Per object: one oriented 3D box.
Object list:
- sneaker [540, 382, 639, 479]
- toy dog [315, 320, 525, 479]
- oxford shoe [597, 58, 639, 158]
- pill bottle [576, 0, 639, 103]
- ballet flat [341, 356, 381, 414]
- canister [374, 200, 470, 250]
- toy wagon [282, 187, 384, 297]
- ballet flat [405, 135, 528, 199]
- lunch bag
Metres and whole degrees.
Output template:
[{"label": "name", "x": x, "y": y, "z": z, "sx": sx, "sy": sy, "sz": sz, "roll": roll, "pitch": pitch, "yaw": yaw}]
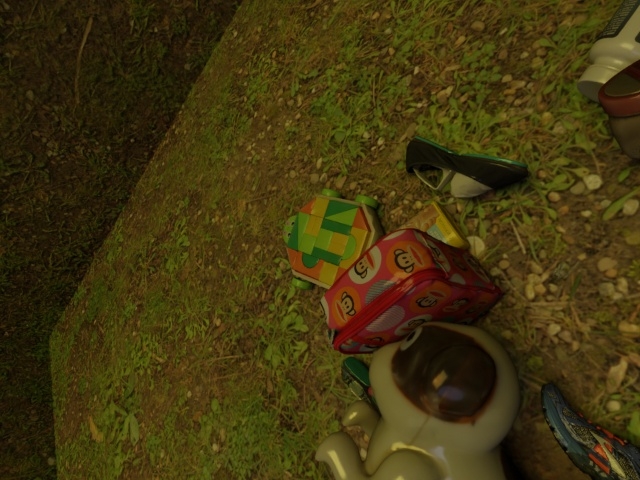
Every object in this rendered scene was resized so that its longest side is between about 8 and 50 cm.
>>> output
[{"label": "sneaker", "x": 0.402, "y": 0.302, "z": 0.567, "sx": 0.087, "sy": 0.083, "sz": 0.221, "roll": -35, "pitch": 54, "yaw": 7}, {"label": "toy dog", "x": 0.182, "y": 0.323, "z": 0.568, "sx": 0.396, "sy": 0.285, "sz": 0.407, "roll": -8, "pitch": 83, "yaw": 34}, {"label": "oxford shoe", "x": 0.581, "y": -0.241, "z": 0.556, "sx": 0.348, "sy": 0.130, "sz": 0.123, "roll": -26, "pitch": 28, "yaw": 18}, {"label": "pill bottle", "x": 0.502, "y": -0.315, "z": 0.636, "sx": 0.108, "sy": 0.108, "sz": 0.180, "roll": 43, "pitch": 106, "yaw": 41}, {"label": "ballet flat", "x": 0.110, "y": 0.324, "z": 0.836, "sx": 0.188, "sy": 0.070, "sz": 0.070, "roll": 43, "pitch": 106, "yaw": 43}, {"label": "canister", "x": 0.204, "y": 0.013, "z": 0.830, "sx": 0.170, "sy": 0.073, "sz": 0.126, "roll": -41, "pitch": 54, "yaw": 24}, {"label": "toy wagon", "x": 0.000, "y": 0.000, "z": 1.023, "sx": 0.345, "sy": 0.068, "sz": 0.267, "roll": 18, "pitch": 89, "yaw": 44}, {"label": "ballet flat", "x": 0.277, "y": -0.137, "z": 0.807, "sx": 0.280, "sy": 0.095, "sz": 0.096, "roll": 38, "pitch": 113, "yaw": 53}, {"label": "lunch bag", "x": 0.145, "y": 0.114, "z": 0.700, "sx": 0.258, "sy": 0.293, "sz": 0.120, "roll": -45, "pitch": 49, "yaw": 28}]
